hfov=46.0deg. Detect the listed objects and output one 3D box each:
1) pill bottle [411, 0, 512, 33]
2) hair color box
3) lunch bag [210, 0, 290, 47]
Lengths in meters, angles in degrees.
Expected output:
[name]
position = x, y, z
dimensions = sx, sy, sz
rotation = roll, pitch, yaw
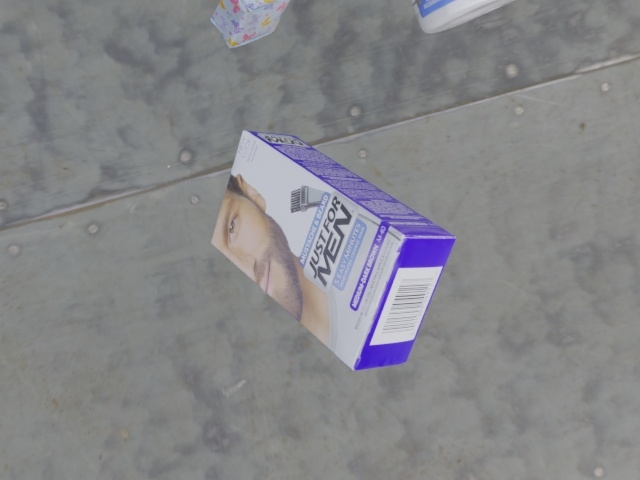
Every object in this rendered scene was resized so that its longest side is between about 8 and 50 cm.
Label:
[pill bottle]
position = 0.076, -0.207, 0.467
dimensions = 0.078, 0.078, 0.137
rotation = -23, 97, -8
[hair color box]
position = 0.000, 0.000, 1.007
dimensions = 0.110, 0.339, 0.185
rotation = 1, 116, -41
[lunch bag]
position = -0.068, -0.254, 0.811
dimensions = 0.083, 0.071, 0.053
rotation = -29, 83, -31
